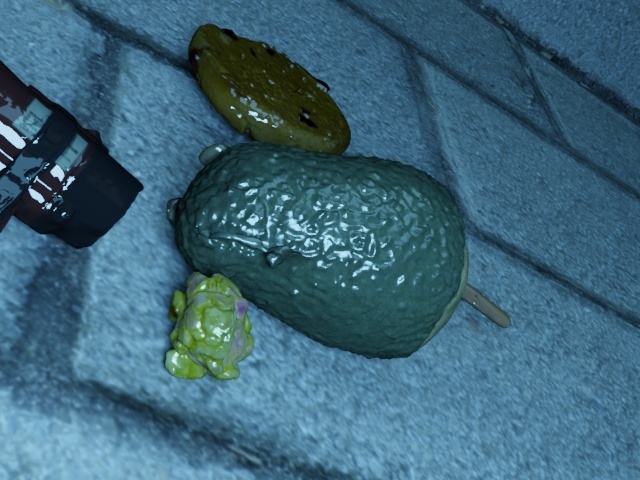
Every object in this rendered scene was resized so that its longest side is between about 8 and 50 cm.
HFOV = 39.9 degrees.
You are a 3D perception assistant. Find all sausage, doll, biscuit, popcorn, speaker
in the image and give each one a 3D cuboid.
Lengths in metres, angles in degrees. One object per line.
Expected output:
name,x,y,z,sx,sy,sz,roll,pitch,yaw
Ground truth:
sausage,0.252,0.098,1.378,0.116,0.026,0.026,37,30,-10
doll,0.000,0.000,1.029,0.349,0.247,0.247,14,39,-23
biscuit,-0.079,-0.216,1.347,0.296,0.075,0.296,31,26,-17
popcorn,-0.114,0.088,0.901,0.089,0.109,0.097,3,-2,2
speaker,-0.331,-0.104,0.818,0.329,0.198,0.259,43,16,-15
